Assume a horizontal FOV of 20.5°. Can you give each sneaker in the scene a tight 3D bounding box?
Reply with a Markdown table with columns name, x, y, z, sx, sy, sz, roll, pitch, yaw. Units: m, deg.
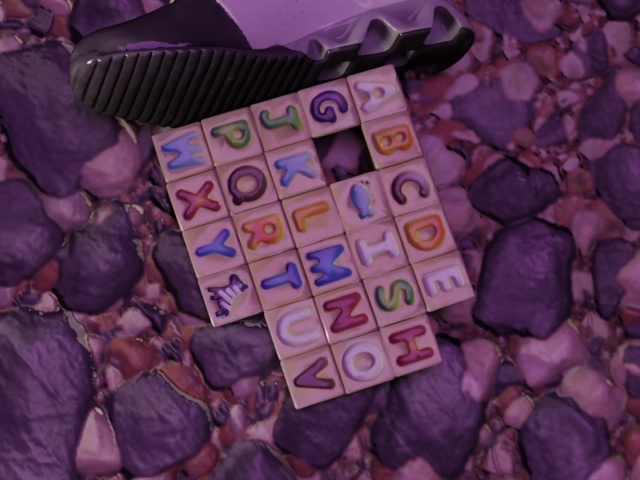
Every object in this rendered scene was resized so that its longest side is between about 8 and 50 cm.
| name | x | y | z | sx | sy | sz | roll | pitch | yaw |
| --- | --- | --- | --- | --- | --- | --- | --- | --- | --- |
| sneaker | -0.052 | -0.182 | 1.377 | 0.330 | 0.122 | 0.146 | -12 | 72 | -27 |

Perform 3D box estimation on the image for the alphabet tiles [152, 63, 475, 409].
| name | x | y | z | sx | sy | sz | roll | pitch | yaw |
| --- | --- | --- | --- | --- | --- | --- | --- | --- | --- |
| alphabet tiles | 0.000 | 0.000 | 1.348 | 0.198 | 0.009 | 0.237 | -17 | 78 | -7 |
